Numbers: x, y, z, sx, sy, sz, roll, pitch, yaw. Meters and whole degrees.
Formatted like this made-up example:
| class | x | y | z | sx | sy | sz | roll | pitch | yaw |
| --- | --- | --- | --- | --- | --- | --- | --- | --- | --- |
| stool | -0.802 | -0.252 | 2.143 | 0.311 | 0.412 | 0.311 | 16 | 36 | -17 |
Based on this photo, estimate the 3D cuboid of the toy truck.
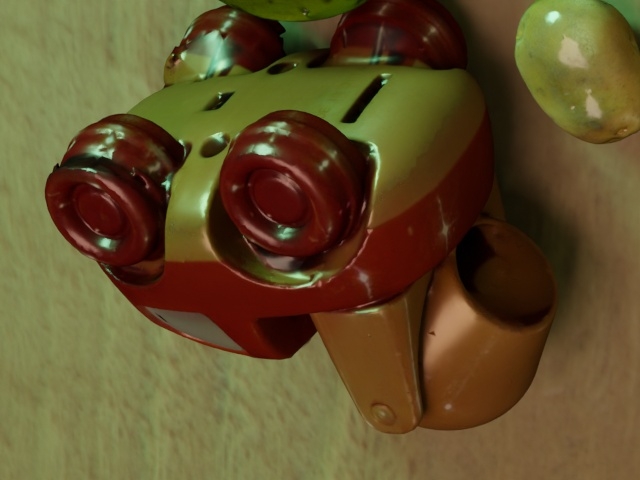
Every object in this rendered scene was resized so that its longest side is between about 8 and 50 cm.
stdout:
| class | x | y | z | sx | sy | sz | roll | pitch | yaw |
| --- | --- | --- | --- | --- | --- | --- | --- | --- | --- |
| toy truck | 0.000 | 0.000 | 1.011 | 0.265 | 0.189 | 0.239 | 1 | 126 | 34 |

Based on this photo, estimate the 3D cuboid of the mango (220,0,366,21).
| class | x | y | z | sx | sy | sz | roll | pitch | yaw |
| --- | --- | --- | --- | --- | --- | --- | --- | --- | --- |
| mango | -0.027 | -0.184 | 0.967 | 0.178 | 0.119 | 0.100 | 24 | 175 | 32 |

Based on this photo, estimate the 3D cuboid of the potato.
| class | x | y | z | sx | sy | sz | roll | pitch | yaw |
| --- | --- | --- | --- | --- | --- | --- | --- | --- | --- |
| potato | 0.139 | -0.091 | 0.933 | 0.068 | 0.062 | 0.083 | 142 | 112 | -72 |
